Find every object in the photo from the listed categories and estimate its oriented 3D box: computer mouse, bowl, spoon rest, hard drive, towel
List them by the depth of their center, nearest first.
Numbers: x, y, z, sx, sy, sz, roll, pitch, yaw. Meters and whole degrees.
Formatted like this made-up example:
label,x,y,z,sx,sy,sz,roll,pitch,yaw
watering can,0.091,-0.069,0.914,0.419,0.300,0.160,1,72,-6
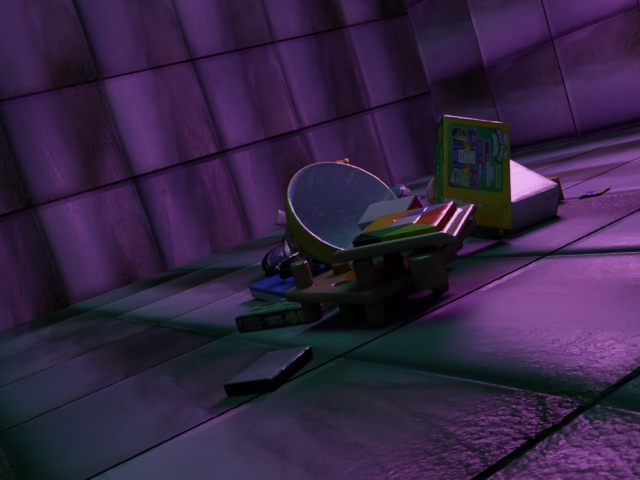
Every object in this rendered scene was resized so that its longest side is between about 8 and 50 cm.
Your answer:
label,x,y,z,sx,sy,sz,roll,pitch,yaw
hard drive,-0.082,0.211,1.152,0.094,0.022,0.135,-14,7,29
bowl,0.041,-0.032,1.689,0.289,0.289,0.156,-22,-29,-36
hard drive,-0.043,0.107,1.833,0.210,0.040,0.318,-20,7,-20
computer mouse,0.007,0.041,1.840,0.184,0.060,0.262,-5,25,46
towel,0.735,-0.130,1.900,0.083,0.010,0.060,-23,8,-39
spoon rest,-0.037,-0.040,2.420,0.276,0.137,0.084,24,9,42

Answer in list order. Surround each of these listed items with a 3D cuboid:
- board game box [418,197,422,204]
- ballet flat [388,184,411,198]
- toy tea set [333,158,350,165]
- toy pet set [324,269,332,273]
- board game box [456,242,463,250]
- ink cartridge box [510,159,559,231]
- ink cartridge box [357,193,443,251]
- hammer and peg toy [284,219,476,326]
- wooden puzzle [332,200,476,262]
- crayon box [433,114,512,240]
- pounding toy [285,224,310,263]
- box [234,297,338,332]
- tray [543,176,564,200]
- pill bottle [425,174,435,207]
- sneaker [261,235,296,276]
label,x,y,z,sx,sy,sz,roll,pitch,yaw
board game box,0.165,-0.061,2.527,0.347,0.078,0.233,-20,7,-20
ballet flat,0.230,-0.149,2.529,0.213,0.072,0.068,-10,-17,42
toy tea set,0.017,-0.153,2.495,0.336,0.200,0.124,-19,13,36
toy pet set,0.061,0.086,1.626,0.114,0.065,0.122,-21,7,-27
board game box,0.217,0.029,1.722,0.194,0.060,0.194,-12,9,37
ink cartridge box,0.477,-0.120,1.808,0.154,0.093,0.212,-21,31,-19
ink cartridge box,0.183,-0.001,1.522,0.127,0.175,0.072,-12,32,41
hammer and peg toy,0.136,0.066,1.344,0.265,0.128,0.361,-23,11,-40
wooden puzzle,0.155,-0.022,1.284,0.220,0.044,0.238,-12,9,25
crayon box,0.359,-0.150,1.678,0.165,0.279,0.081,6,-19,-7
pounding toy,0.000,0.000,2.121,0.154,0.154,0.269,-21,8,-29
box,-0.074,0.154,1.542,0.206,0.036,0.114,-13,8,37
tray,0.448,-0.083,1.998,0.410,0.076,0.203,-19,7,-8
pill bottle,0.407,-0.157,2.207,0.136,0.136,0.246,-19,-17,-15
sneaker,-0.135,0.049,2.319,0.124,0.107,0.283,-23,6,5
